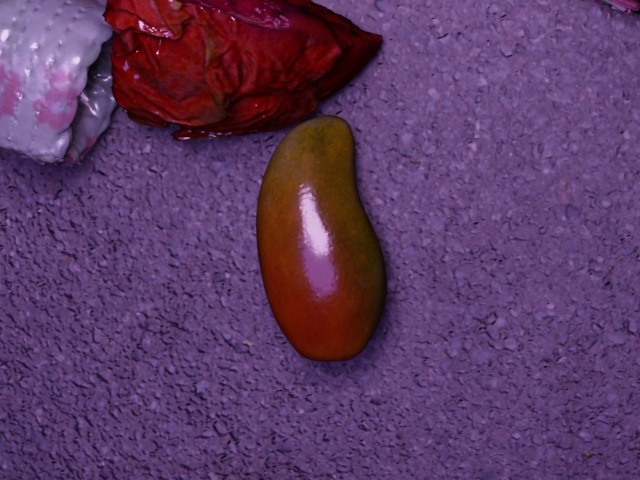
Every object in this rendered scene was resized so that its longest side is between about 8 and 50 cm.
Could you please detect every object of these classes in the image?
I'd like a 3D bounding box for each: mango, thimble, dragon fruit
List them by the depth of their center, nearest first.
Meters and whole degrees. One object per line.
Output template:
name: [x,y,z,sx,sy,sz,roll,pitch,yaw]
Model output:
dragon fruit: [-0.144,-0.239,1.477,0.302,0.330,0.240,-33,70,19]
thimble: [-0.325,-0.191,1.555,0.149,0.185,0.211,23,73,5]
mango: [-0.005,0.003,1.565,0.146,0.129,0.289,-15,89,18]

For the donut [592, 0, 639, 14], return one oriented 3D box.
donut: [0.347,-0.380,1.407,0.345,0.136,0.259,45,104,2]
